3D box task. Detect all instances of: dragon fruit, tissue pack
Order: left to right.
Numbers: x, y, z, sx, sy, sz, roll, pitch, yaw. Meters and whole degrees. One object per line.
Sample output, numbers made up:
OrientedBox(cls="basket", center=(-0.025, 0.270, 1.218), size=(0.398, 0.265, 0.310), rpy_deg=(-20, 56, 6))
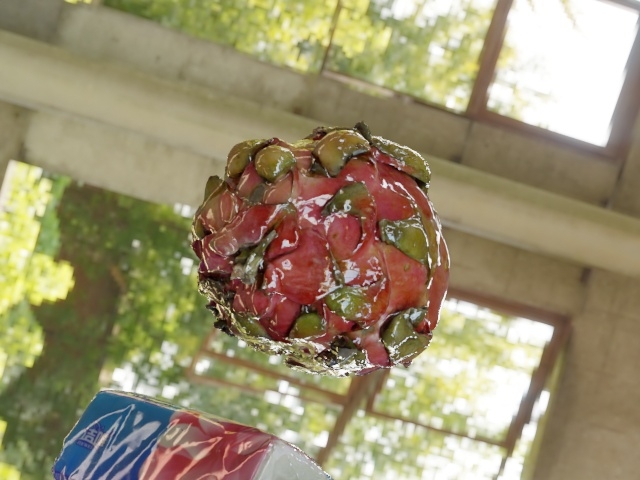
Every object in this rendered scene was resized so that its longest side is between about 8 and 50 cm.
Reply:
OrientedBox(cls="tissue pack", center=(-0.096, 0.250, 1.316), size=(0.270, 0.209, 0.137), rpy_deg=(6, -125, 45))
OrientedBox(cls="dragon fruit", center=(0.000, 0.000, 1.392), size=(0.250, 0.291, 0.269), rpy_deg=(3, -113, 32))
